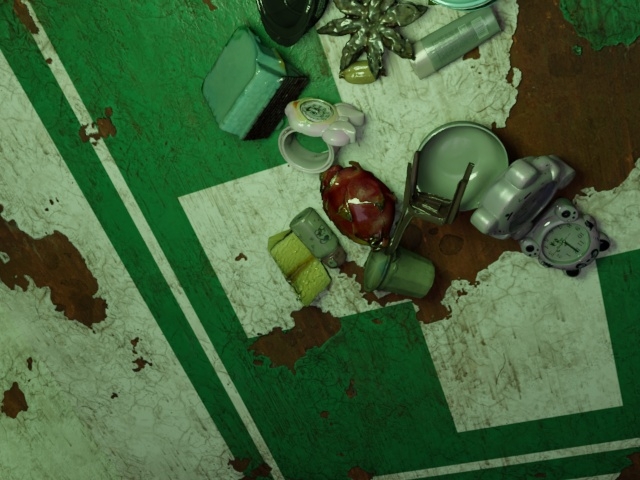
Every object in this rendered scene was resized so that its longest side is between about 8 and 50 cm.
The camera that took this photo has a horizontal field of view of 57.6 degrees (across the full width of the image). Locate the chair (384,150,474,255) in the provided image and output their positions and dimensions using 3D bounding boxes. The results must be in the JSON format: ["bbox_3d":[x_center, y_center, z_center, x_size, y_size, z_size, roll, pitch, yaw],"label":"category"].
[{"bbox_3d":[0.323,-0.086,1.772,0.183,0.175,0.326,19,123,14],"label":"chair"}]

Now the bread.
[{"bbox_3d":[-0.085,0.088,2.121,0.178,0.142,0.266,-36,111,-20],"label":"bread"}]

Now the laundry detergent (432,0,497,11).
[{"bbox_3d":[0.373,-0.738,1.480,0.287,0.305,0.287,6,111,16],"label":"laundry detergent"}]

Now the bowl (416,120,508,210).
[{"bbox_3d":[0.439,-0.249,1.846,0.287,0.144,0.287,4,117,7],"label":"bowl"}]

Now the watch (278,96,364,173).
[{"bbox_3d":[-0.002,-0.331,1.867,0.248,0.211,0.217,19,137,6],"label":"watch"}]

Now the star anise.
[{"bbox_3d":[0.146,-0.634,1.690,0.332,0.117,0.331,2,103,8],"label":"star anise"}]

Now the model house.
[{"bbox_3d":[-0.183,-0.472,1.816,0.249,0.230,0.280,10,133,-45],"label":"model house"}]

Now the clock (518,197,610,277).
[{"bbox_3d":[0.819,-0.001,1.953,0.248,0.090,0.227,33,117,-11],"label":"clock"}]

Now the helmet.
[{"bbox_3d":[-0.064,-0.710,1.664,0.230,0.160,0.279,32,137,27],"label":"helmet"}]

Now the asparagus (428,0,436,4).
[{"bbox_3d":[0.393,-0.703,1.680,0.165,0.030,0.036,-5,103,12],"label":"asparagus"}]

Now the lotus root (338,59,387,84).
[{"bbox_3d":[0.131,-0.519,1.798,0.150,0.062,0.073,-2,95,7],"label":"lotus root"}]

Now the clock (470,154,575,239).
[{"bbox_3d":[0.613,-0.132,1.787,0.113,0.322,0.295,48,122,27],"label":"clock"}]

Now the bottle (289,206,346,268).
[{"bbox_3d":[0.000,0.000,2.063,0.110,0.110,0.233,-33,108,22],"label":"bottle"}]

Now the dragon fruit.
[{"bbox_3d":[0.130,-0.114,1.910,0.250,0.250,0.315,-41,65,24],"label":"dragon fruit"}]

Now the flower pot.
[{"bbox_3d":[0.279,0.102,2.043,0.203,0.212,0.212,16,120,-16],"label":"flower pot"}]

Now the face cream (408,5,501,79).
[{"bbox_3d":[0.387,-0.587,1.717,0.269,0.073,0.107,-27,105,20],"label":"face cream"}]
